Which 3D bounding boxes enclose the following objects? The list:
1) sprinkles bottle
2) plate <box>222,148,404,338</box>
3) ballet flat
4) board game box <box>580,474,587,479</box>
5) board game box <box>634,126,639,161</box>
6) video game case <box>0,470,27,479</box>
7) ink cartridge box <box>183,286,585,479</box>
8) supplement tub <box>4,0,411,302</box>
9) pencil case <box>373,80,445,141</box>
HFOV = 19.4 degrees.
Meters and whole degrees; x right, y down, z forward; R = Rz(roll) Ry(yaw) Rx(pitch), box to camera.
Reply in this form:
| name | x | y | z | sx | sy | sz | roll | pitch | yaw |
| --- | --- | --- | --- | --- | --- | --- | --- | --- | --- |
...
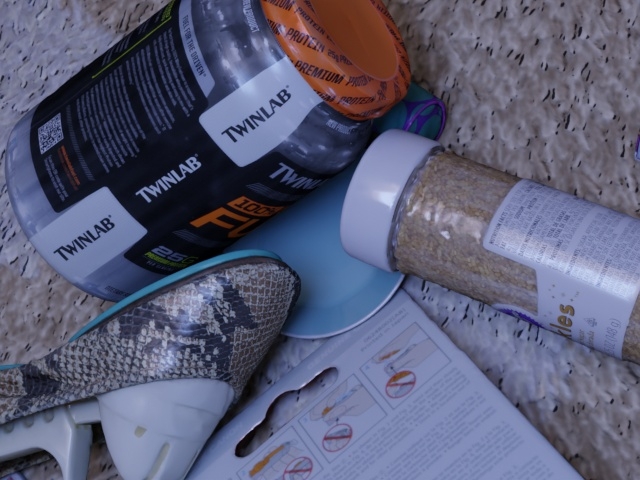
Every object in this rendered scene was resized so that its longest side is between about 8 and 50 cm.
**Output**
| name | x | y | z | sx | sy | sz | roll | pitch | yaw |
| --- | --- | --- | --- | --- | --- | --- | --- | --- | --- |
| sprinkles bottle | 0.195 | 0.016 | 1.573 | 0.355 | 0.121 | 0.121 | 21 | 84 | 20 |
| plate | 0.000 | 0.000 | 1.721 | 0.188 | 0.024 | 0.188 | -5 | 74 | 19 |
| ballet flat | -0.220 | 0.166 | 1.684 | 0.483 | 0.164 | 0.182 | -20 | 63 | 21 |
| board game box | 0.216 | 0.253 | 1.558 | 0.181 | 0.043 | 0.092 | 38 | 92 | 25 |
| board game box | 0.412 | -0.123 | 1.449 | 0.318 | 0.319 | 0.066 | 31 | 53 | 25 |
| video game case | -0.288 | 0.318 | 1.749 | 0.143 | 0.019 | 0.157 | -47 | 64 | 4 |
| ink cartridge box | 0.047 | 0.241 | 1.557 | 0.308 | 0.091 | 0.385 | -40 | 35 | -1 |
| supplement tub | -0.099 | -0.105 | 1.646 | 0.338 | 0.207 | 0.207 | -33 | 65 | 29 |
| pencil case | 0.039 | -0.133 | 1.720 | 0.151 | 0.064 | 0.070 | 32 | 73 | 26 |
